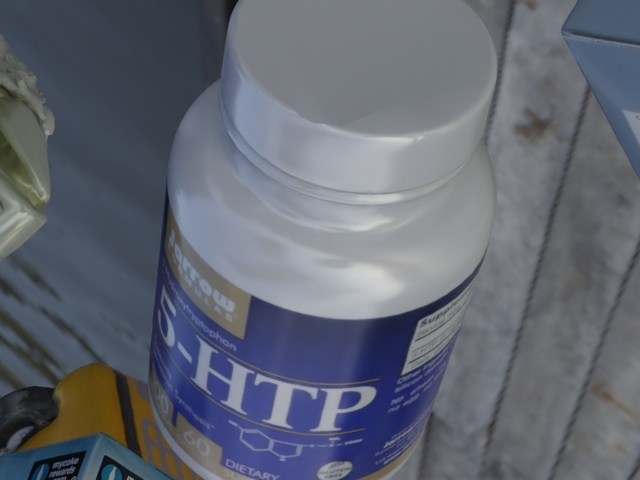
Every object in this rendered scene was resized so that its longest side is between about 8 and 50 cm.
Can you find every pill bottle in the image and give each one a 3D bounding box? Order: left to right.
[{"bbox_3d":[0.000,0.000,0.535,0.112,0.112,0.187,34,142,19],"label":"pill bottle"}]

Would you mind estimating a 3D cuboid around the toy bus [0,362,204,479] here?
[{"bbox_3d":[-0.175,0.201,0.716,0.130,0.332,0.108,36,-156,-39],"label":"toy bus"}]

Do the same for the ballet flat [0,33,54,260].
[{"bbox_3d":[-0.201,-0.044,0.740,0.147,0.147,0.409,41,177,7],"label":"ballet flat"}]

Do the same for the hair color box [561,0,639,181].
[{"bbox_3d":[0.275,-0.169,0.721,0.113,0.374,0.185,16,155,41],"label":"hair color box"}]

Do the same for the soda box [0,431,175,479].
[{"bbox_3d":[-0.103,0.103,0.415,0.183,0.063,0.058,-17,134,42],"label":"soda box"}]
